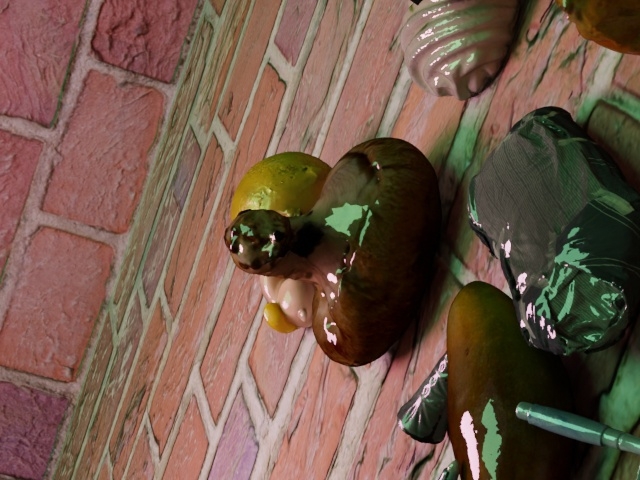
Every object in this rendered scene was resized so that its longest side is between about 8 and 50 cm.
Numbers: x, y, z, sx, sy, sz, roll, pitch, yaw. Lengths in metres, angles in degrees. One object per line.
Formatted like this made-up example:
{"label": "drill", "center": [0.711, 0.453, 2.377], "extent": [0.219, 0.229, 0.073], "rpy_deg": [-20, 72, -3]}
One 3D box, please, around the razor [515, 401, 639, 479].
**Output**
{"label": "razor", "center": [0.216, 0.153, 1.102], "extent": [0.135, 0.040, 0.068], "rpy_deg": [13, 87, 38]}

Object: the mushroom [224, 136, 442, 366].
{"label": "mushroom", "center": [0.035, -0.007, 1.654], "extent": [0.267, 0.254, 0.267], "rpy_deg": [-45, 13, 13]}

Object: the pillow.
{"label": "pillow", "center": [0.213, -0.017, 1.255], "extent": [0.161, 0.092, 0.335], "rpy_deg": [-60, 22, 19]}

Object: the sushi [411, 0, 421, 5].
{"label": "sushi", "center": [0.148, -0.408, 1.529], "extent": [0.227, 0.215, 0.212], "rpy_deg": [-47, 15, 32]}

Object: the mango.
{"label": "mango", "center": [0.169, 0.147, 1.230], "extent": [0.133, 0.111, 0.267], "rpy_deg": [90, 176, -49]}

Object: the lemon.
{"label": "lemon", "center": [-0.042, -0.037, 1.930], "extent": [0.206, 0.173, 0.173], "rpy_deg": [155, 128, -66]}

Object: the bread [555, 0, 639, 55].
{"label": "bread", "center": [0.275, -0.307, 1.249], "extent": [0.294, 0.132, 0.167], "rpy_deg": [-91, 25, -44]}

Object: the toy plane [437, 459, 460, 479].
{"label": "toy plane", "center": [0.066, 0.300, 1.240], "extent": [0.192, 0.088, 0.262], "rpy_deg": [-35, -40, -62]}

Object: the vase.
{"label": "vase", "center": [0.138, 0.134, 1.427], "extent": [0.059, 0.059, 0.167], "rpy_deg": [-100, 30, -53]}

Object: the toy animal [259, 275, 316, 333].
{"label": "toy animal", "center": [-0.035, 0.079, 1.988], "extent": [0.082, 0.091, 0.114], "rpy_deg": [-30, 54, 26]}

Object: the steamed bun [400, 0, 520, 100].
{"label": "steamed bun", "center": [0.155, -0.255, 1.617], "extent": [0.183, 0.106, 0.183], "rpy_deg": [-164, 90, -74]}
